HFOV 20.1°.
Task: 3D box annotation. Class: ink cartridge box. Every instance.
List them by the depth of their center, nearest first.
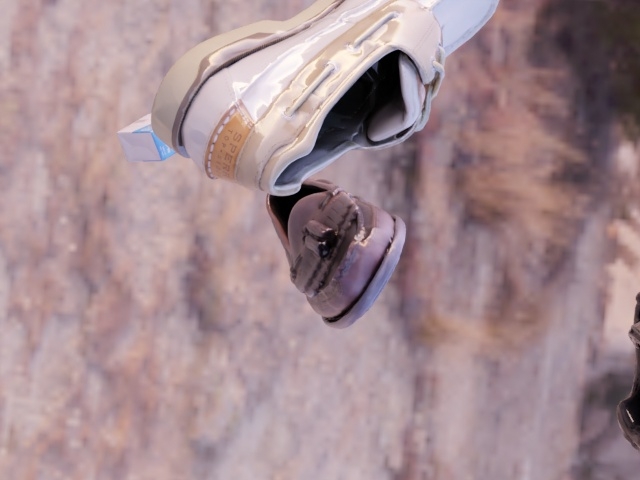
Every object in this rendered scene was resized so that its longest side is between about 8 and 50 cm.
[{"bbox_3d":[-0.119,-0.094,1.477,0.083,0.048,0.028,-35,115,-36],"label":"ink cartridge box"}]

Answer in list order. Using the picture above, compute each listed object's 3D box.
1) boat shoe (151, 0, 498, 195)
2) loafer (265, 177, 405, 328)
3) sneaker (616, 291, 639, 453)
[{"bbox_3d":[0.030,-0.111,1.212,0.302,0.103,0.113,-33,149,-35],"label":"boat shoe"},{"bbox_3d":[0.000,0.000,1.537,0.109,0.095,0.302,-58,-172,4],"label":"loafer"},{"bbox_3d":[0.280,0.042,1.186,0.097,0.135,0.276,51,-54,49],"label":"sneaker"}]
